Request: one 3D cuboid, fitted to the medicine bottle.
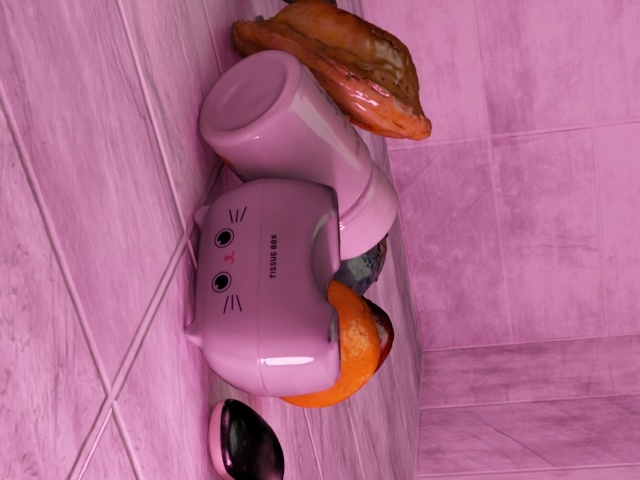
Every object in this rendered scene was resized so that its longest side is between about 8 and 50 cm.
[{"bbox_3d":[-0.030,-0.141,1.832,0.371,0.211,0.211,47,35,-42],"label":"medicine bottle"}]

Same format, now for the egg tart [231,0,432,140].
[{"bbox_3d":[0.035,-0.339,1.998,0.178,0.443,0.443,-62,169,4],"label":"egg tart"}]

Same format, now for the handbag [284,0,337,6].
[{"bbox_3d":[-0.073,-0.552,2.112,0.270,0.117,0.182,39,16,-4],"label":"handbag"}]

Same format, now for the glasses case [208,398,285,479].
[{"bbox_3d":[-0.118,0.353,1.717,0.314,0.075,0.122,63,26,-61],"label":"glasses case"}]

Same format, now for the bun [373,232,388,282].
[{"bbox_3d":[0.051,0.002,2.399,0.281,0.205,0.281,-4,90,-79],"label":"bun"}]

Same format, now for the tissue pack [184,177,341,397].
[{"bbox_3d":[-0.084,0.075,1.668,0.229,0.236,0.333,82,8,-61],"label":"tissue pack"}]

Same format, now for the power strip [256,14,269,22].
[{"bbox_3d":[-0.090,-0.316,2.237,0.098,0.058,0.338,-24,108,-78],"label":"power strip"}]

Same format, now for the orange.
[{"bbox_3d":[-0.014,0.188,1.942,0.246,0.246,0.246,-6,90,-79],"label":"orange"}]

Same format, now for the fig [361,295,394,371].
[{"bbox_3d":[0.040,0.212,2.230,0.224,0.224,0.263,70,25,-51],"label":"fig"}]

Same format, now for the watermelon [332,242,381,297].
[{"bbox_3d":[-0.004,-0.001,2.117,0.175,0.188,0.322,28,38,-54],"label":"watermelon"}]
